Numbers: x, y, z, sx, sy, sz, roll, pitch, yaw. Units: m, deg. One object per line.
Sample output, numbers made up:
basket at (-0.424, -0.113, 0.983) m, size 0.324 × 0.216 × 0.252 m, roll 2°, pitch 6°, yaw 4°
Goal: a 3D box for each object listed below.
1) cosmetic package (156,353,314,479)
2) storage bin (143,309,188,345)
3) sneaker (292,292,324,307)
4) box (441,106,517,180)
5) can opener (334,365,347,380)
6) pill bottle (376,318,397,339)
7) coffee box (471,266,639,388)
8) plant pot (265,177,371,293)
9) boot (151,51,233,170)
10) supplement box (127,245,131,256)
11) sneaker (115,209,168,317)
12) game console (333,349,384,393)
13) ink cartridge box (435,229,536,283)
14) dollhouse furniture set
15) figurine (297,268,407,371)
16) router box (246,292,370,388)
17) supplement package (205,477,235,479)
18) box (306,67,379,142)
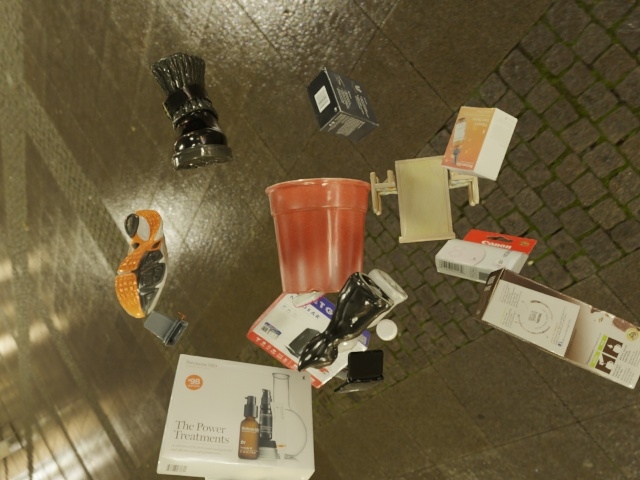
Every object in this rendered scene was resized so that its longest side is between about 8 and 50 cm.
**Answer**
cosmetic package at (-0.210, 0.469, 1.273) m, size 0.284 × 0.377 × 0.097 m, roll -96°, pitch 23°, yaw -49°
storage bin at (-0.463, 0.251, 1.442) m, size 0.091 × 0.098 × 0.135 m, roll 30°, pitch 167°, yaw 2°
sneaker at (0.000, 0.104, 1.484) m, size 0.111 × 0.252 × 0.103 m, roll 46°, pitch 172°, yaw 7°
box at (0.424, -0.262, 1.296) m, size 0.130 × 0.091 × 0.171 m, roll 27°, pitch 101°, yaw 58°
can opener at (0.061, 0.521, 1.953) m, size 0.280 × 0.074 × 0.093 m, roll 14°, pitch 146°, yaw 16°
pill bottle at (0.209, 0.282, 1.516) m, size 0.065 × 0.065 × 0.116 m, roll 48°, pitch 179°, yaw 16°
coffee box at (0.484, 0.173, 0.997) m, size 0.297 × 0.168 × 0.119 m, roll 24°, pitch 88°, yaw 12°
plant pot at (0.000, 0.000, 1.223) m, size 0.272 × 0.272 × 0.265 m, roll -7°, pitch 83°, yaw 48°
boot at (-0.296, -0.296, 1.090) m, size 0.348 × 0.131 × 0.260 m, roll -145°, pitch 43°, yaw -72°
supplement box at (-0.532, 0.074, 1.444) m, size 0.078 × 0.080 × 0.233 m, roll -66°, pitch 28°, yaw 18°
sneaker at (-0.360, 0.061, 1.021) m, size 0.121 × 0.099 × 0.263 m, roll 88°, pitch 174°, yaw -49°
game console at (0.099, 0.338, 1.238) m, size 0.107 × 0.122 × 0.071 m, roll -47°, pitch 50°, yaw 40°
ink cartridge box at (0.434, 0.022, 1.251) m, size 0.189 × 0.232 × 0.066 m, roll 13°, pitch 132°, yaw 36°
dollhouse furniture set at (0.359, -0.128, 1.661) m, size 0.361 × 0.394 × 0.257 m, roll -5°, pitch 89°, yaw 12°
figurine at (0.058, 0.160, 0.941) m, size 0.092 × 0.215 × 0.209 m, roll 44°, pitch 104°, yaw 16°
router box at (-0.046, 0.335, 1.711) m, size 0.335 × 0.082 × 0.301 m, roll 38°, pitch 122°, yaw -7°
supplement package at (-0.175, 0.702, 1.356) m, size 0.204 × 0.261 × 0.145 m, roll -122°, pitch 20°, yaw -54°
box at (0.061, -0.376, 1.352) m, size 0.093 × 0.158 × 0.156 m, roll -37°, pitch 59°, yaw 39°
